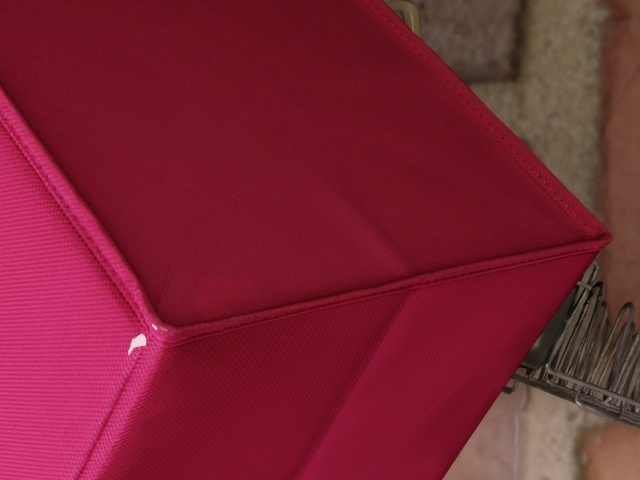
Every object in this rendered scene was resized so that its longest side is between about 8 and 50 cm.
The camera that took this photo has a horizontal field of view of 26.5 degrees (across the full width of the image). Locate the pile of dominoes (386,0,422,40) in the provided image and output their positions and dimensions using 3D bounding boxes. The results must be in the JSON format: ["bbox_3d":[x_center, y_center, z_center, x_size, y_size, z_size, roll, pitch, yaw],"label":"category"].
[{"bbox_3d":[0.000,0.000,0.791,0.196,0.040,0.251,-2,94,42],"label":"pile of dominoes"}]

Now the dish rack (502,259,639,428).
[{"bbox_3d":[0.190,0.078,0.759,0.272,0.208,0.074,22,86,-8],"label":"dish rack"}]

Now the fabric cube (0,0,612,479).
[{"bbox_3d":[-0.079,0.025,0.637,0.254,0.259,0.258,52,131,29],"label":"fabric cube"}]
